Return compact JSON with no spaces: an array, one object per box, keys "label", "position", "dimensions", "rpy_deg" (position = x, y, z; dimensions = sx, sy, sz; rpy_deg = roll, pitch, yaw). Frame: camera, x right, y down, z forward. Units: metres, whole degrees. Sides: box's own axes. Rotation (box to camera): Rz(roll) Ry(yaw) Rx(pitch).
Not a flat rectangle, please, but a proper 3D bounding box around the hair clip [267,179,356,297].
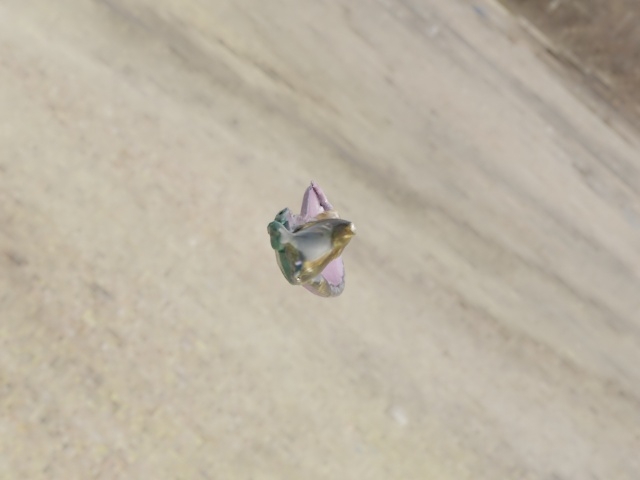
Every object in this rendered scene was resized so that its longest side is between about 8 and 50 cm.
[{"label":"hair clip","position":[0.001,0.002,1.909],"dimensions":[0.110,0.095,0.358],"rpy_deg":[38,3,0]}]
